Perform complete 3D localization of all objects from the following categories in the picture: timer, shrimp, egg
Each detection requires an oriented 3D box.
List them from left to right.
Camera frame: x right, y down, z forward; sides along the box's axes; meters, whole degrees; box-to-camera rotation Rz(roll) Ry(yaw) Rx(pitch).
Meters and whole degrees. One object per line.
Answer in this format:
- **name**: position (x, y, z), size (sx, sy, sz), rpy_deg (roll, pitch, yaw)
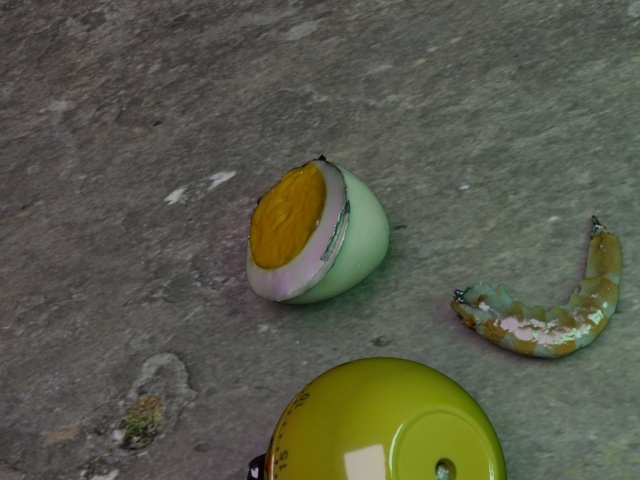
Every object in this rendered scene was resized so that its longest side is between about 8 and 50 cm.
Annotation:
- **egg**: position (0.000, 0.004, 1.481), size (0.286, 0.174, 0.264), rpy_deg (-20, 55, 42)
- **timer**: position (0.067, 0.348, 1.198), size (0.387, 0.376, 0.375), rpy_deg (-39, 40, 56)
- **shrimp**: position (0.369, 0.090, 1.328), size (0.287, 0.068, 0.185), rpy_deg (-34, 58, 3)
